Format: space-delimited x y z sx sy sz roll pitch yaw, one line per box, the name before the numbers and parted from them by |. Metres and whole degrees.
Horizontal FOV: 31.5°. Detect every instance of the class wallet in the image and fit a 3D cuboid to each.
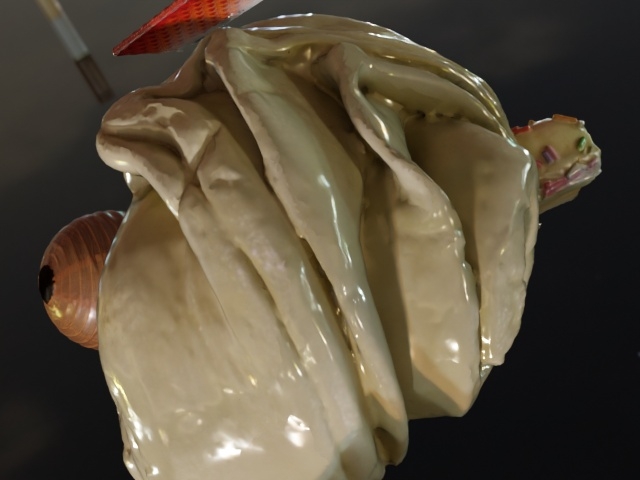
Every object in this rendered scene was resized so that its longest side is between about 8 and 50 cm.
wallet | -0.113 -0.231 1.129 0.196 0.020 0.103 -23 173 40

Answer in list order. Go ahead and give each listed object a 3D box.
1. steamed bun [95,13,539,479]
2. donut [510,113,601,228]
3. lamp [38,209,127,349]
steamed bun | 0.001 0.003 0.655 0.289 0.276 0.203 -33 -172 -34
donut | 0.130 -0.033 0.851 0.108 0.065 0.166 -21 169 -17
lamp | -0.198 0.038 1.065 0.136 0.136 0.136 -25 -158 11
